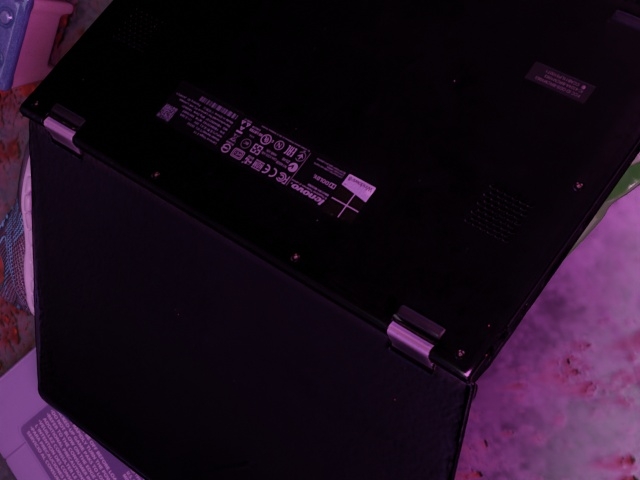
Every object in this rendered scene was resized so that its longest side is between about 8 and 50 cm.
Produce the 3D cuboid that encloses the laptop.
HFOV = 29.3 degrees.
[{"bbox_3d":[0.000,0.000,0.854,0.382,0.236,0.408,30,75,29],"label":"laptop"}]

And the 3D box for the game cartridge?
[{"bbox_3d":[-0.151,0.207,1.035,0.198,0.062,0.297,-37,82,25],"label":"game cartridge"}]

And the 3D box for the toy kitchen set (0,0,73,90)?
[{"bbox_3d":[-0.306,-0.237,0.980,0.207,0.122,0.166,30,113,20],"label":"toy kitchen set"}]

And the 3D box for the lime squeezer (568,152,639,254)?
[{"bbox_3d":[0.181,-0.077,0.795,0.110,0.059,0.310,18,109,23],"label":"lime squeezer"}]

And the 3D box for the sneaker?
[{"bbox_3d":[-0.246,-0.012,1.034,0.076,0.065,0.167,12,101,34],"label":"sneaker"}]
